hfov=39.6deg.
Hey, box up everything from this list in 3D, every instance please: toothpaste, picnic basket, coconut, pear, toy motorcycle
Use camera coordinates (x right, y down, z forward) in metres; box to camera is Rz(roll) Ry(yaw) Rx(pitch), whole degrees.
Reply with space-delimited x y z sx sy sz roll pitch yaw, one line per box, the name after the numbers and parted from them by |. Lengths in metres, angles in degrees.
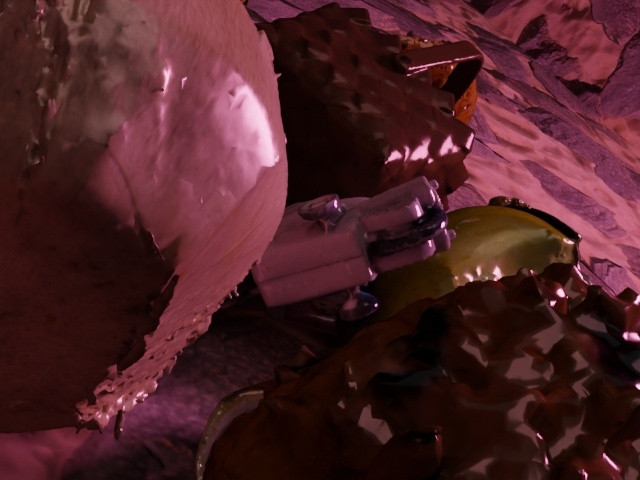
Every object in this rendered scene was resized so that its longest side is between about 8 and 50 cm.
0.064 0.096 0.973 0.266 0.061 0.096 23 31 -13 | toothpaste
0.046 -0.132 1.089 0.321 0.254 0.291 -20 62 -45 | picnic basket
-0.188 -0.073 0.611 0.346 0.346 0.360 22 36 -26 | coconut
0.142 0.084 0.881 0.292 0.159 0.292 11 55 -16 | pear
0.000 0.000 0.857 0.171 0.260 0.110 -65 135 -66 | toy motorcycle

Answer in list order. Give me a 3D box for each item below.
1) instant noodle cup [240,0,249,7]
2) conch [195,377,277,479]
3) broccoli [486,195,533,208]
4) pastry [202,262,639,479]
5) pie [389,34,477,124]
-0.208 -0.261 0.940 0.294 0.308 0.294 28 27 -16 | instant noodle cup
0.011 0.172 0.671 0.181 0.124 0.187 22 55 13 | conch
0.285 -0.004 1.341 0.120 0.130 0.131 -25 89 -16 | broccoli
0.101 0.188 0.435 0.405 0.337 0.292 7 35 -5 | pastry
0.090 -0.194 1.258 0.273 0.273 0.069 24 50 -23 | pie
